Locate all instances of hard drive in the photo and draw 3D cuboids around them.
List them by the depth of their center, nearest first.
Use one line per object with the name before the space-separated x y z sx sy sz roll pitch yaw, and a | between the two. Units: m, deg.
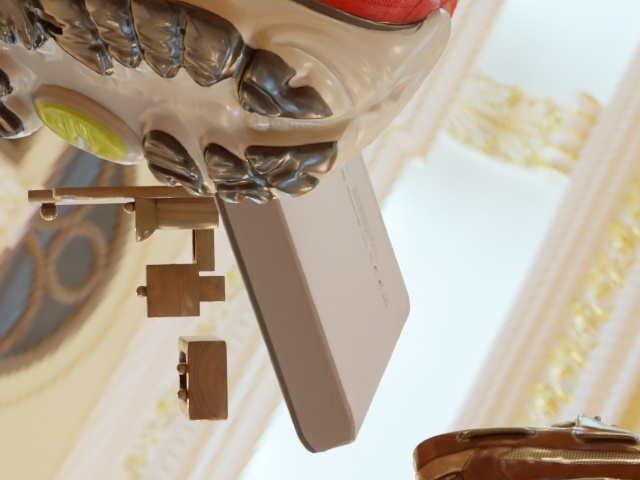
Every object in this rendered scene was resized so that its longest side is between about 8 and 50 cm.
hard drive | 0.000 0.000 1.275 0.040 0.203 0.307 -17 -171 13

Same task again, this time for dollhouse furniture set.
dollhouse furniture set | -0.128 0.039 1.230 0.123 0.144 0.151 -1 -91 -7

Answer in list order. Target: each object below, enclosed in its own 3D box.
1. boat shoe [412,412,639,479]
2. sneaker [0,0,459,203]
boat shoe | 0.215 0.187 1.462 0.122 0.324 0.120 -60 -141 37
sneaker | -0.074 -0.096 0.631 0.279 0.107 0.118 23 -127 30
